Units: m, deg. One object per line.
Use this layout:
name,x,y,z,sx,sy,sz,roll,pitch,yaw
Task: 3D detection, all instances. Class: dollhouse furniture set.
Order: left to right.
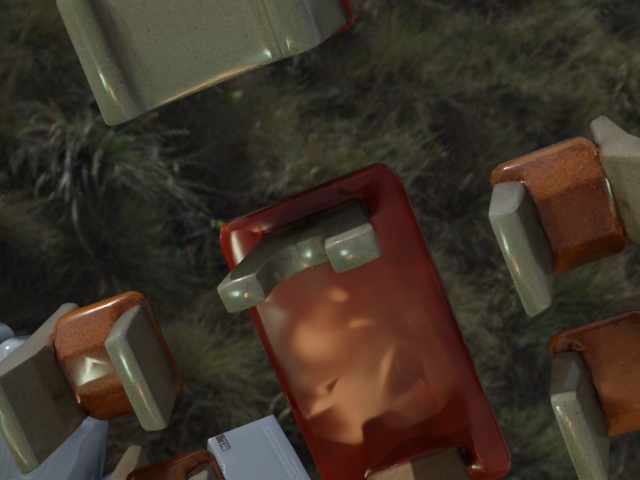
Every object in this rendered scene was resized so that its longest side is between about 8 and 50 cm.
dollhouse furniture set,0.000,0.000,0.415,0.135,0.262,0.259,-72,141,-74

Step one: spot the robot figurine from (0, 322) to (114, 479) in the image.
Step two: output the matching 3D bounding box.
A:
robot figurine,-0.305,0.255,0.901,0.300,0.353,0.200,6,0,17

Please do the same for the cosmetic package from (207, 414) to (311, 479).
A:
cosmetic package,-0.088,0.355,1.318,0.107,0.238,0.127,-16,54,-26
